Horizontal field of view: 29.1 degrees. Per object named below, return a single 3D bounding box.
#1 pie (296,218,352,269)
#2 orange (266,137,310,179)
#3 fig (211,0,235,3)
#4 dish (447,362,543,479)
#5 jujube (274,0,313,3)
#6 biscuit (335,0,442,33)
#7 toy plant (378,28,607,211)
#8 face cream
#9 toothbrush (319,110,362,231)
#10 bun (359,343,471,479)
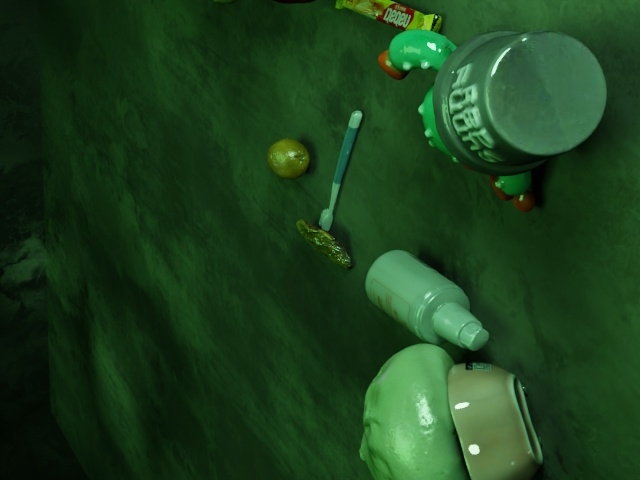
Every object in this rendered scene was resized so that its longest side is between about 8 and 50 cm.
[{"bbox_3d":[0.000,0.000,2.229,0.170,0.034,0.092,33,163,50],"label":"pie"},{"bbox_3d":[-0.058,-0.149,2.257,0.085,0.085,0.085,33,128,55],"label":"orange"},{"bbox_3d":[-0.161,-0.589,2.212,0.314,0.233,0.233,-54,34,-5],"label":"fig"},{"bbox_3d":[0.256,0.265,1.756,0.213,0.090,0.213,-18,-90,-75],"label":"dish"},{"bbox_3d":[-0.035,-0.471,2.001,0.250,0.174,0.174,-177,77,-71],"label":"jujube"},{"bbox_3d":[0.102,-0.358,1.927,0.292,0.026,0.048,35,110,54],"label":"biscuit"},{"bbox_3d":[0.218,-0.179,1.596,0.185,0.279,0.400,-63,9,-3],"label":"toy plant"},{"bbox_3d":[0.172,0.104,1.886,0.251,0.101,0.101,37,131,52],"label":"face cream"},{"bbox_3d":[0.033,-0.120,2.156,0.276,0.019,0.025,106,150,-42],"label":"toothbrush"},{"bbox_3d":[0.140,0.299,1.837,0.283,0.179,0.283,-17,-90,-80],"label":"bun"}]
